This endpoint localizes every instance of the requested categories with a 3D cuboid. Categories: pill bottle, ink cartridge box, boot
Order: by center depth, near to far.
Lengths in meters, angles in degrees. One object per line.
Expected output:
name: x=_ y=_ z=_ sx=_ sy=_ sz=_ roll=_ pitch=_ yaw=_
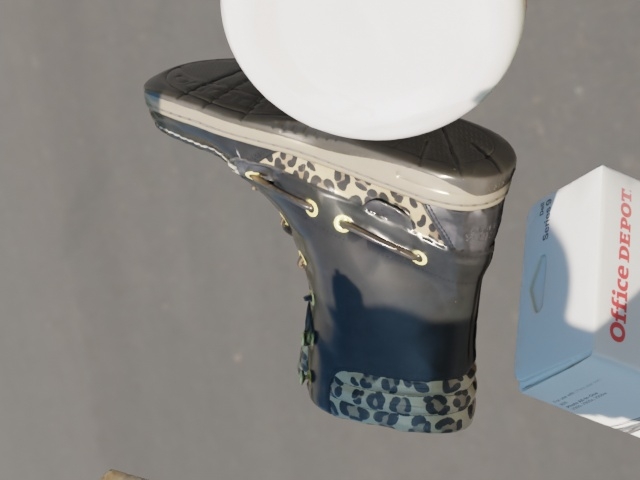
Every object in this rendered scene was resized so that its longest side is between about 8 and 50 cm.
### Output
pill bottle: x=0.051 y=-0.252 z=1.464 sx=0.363 sy=0.210 sz=0.210 roll=-80 pitch=-9 yaw=-54
boot: x=0.000 y=0.000 z=1.789 sx=0.377 sy=0.138 sz=0.284 roll=17 pitch=123 yaw=28
ink cartridge box: x=0.344 y=0.081 z=1.917 sx=0.121 sy=0.289 sz=0.211 roll=-35 pitch=42 yaw=51

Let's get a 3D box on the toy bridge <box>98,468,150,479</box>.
toy bridge: x=-0.045 y=0.187 z=0.909 sx=0.063 sy=0.026 sz=0.188 roll=7 pitch=131 yaw=46
